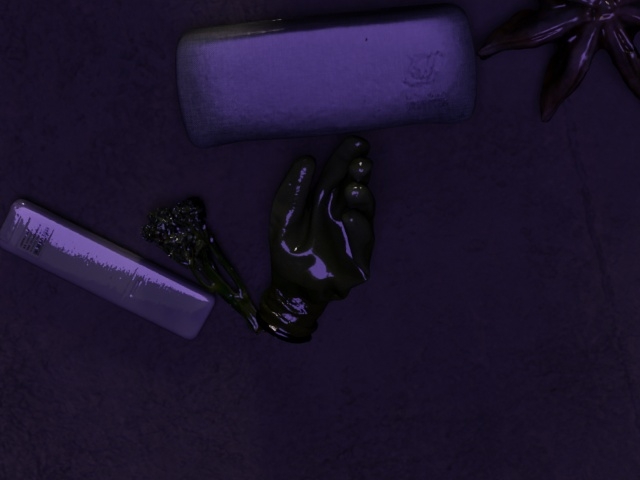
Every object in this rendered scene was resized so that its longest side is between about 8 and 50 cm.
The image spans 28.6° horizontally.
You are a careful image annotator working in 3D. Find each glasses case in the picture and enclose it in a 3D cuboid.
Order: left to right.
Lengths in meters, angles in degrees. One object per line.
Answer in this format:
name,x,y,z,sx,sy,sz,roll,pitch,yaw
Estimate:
glasses case,0.005,-0.180,1.358,0.323,0.074,0.131,-5,109,3

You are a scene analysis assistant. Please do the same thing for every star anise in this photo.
star anise,0.295,-0.250,1.319,0.288,0.088,0.288,2,117,4

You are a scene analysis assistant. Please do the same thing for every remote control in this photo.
remote control,-0.249,0.034,1.463,0.261,0.029,0.067,27,105,-10

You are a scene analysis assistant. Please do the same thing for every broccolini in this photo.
broccolini,-0.121,0.036,1.441,0.074,0.058,0.201,-34,103,19

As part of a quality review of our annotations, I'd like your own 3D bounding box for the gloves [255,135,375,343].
gloves,0.002,-0.003,1.402,0.135,0.107,0.268,26,125,1
